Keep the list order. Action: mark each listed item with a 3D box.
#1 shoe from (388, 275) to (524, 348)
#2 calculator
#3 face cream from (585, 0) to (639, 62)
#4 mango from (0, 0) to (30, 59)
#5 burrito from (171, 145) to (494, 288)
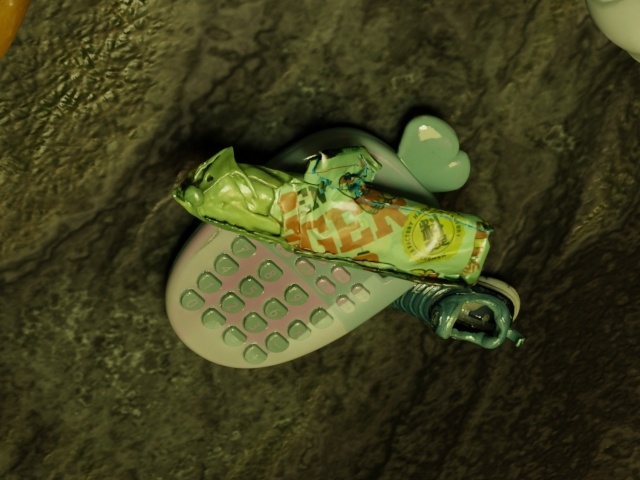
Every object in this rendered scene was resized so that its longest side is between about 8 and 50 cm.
[{"bbox_3d":[0.114,0.059,1.598,0.143,0.071,0.064,19,121,-16],"label":"shoe"},{"bbox_3d":[0.000,0.000,1.514,0.299,0.041,0.185,-39,125,13],"label":"calculator"},{"bbox_3d":[0.298,-0.196,1.385,0.369,0.145,0.145,13,125,-30],"label":"face cream"},{"bbox_3d":[-0.273,-0.195,1.194,0.166,0.136,0.236,12,113,-13],"label":"mango"},{"bbox_3d":[0.023,-0.029,1.440,0.288,0.054,0.104,13,117,-22],"label":"burrito"}]
